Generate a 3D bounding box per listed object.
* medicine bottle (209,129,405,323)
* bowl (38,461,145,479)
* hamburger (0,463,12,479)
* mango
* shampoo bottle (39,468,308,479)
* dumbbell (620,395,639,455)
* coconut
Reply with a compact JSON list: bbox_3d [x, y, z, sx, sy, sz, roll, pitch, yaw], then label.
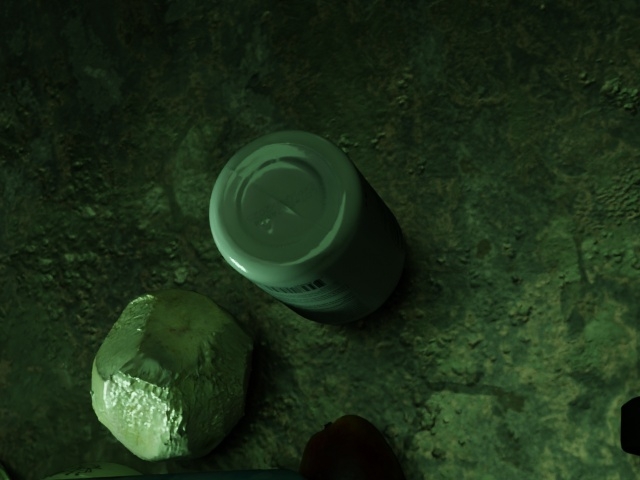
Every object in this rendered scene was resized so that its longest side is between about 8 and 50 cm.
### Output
[{"bbox_3d":[0.000,0.000,1.383,0.157,0.288,0.157,-4,74,15],"label":"medicine bottle"},{"bbox_3d":[-0.274,0.360,1.458,0.237,0.126,0.238,-4,74,14],"label":"bowl"},{"bbox_3d":[-0.405,0.299,1.553,0.084,0.054,0.121,-41,71,-2],"label":"hamburger"},{"bbox_3d":[0.030,0.319,1.386,0.133,0.111,0.268,4,81,6],"label":"mango"},{"bbox_3d":[-0.170,0.387,1.228,0.342,0.331,0.331,-1,73,-17],"label":"shampoo bottle"},{"bbox_3d":[0.368,0.266,1.276,0.152,0.152,0.218,1,76,17],"label":"dumbbell"},{"bbox_3d":[-0.165,0.155,1.456,0.194,0.194,0.194,-4,74,15],"label":"coconut"}]
